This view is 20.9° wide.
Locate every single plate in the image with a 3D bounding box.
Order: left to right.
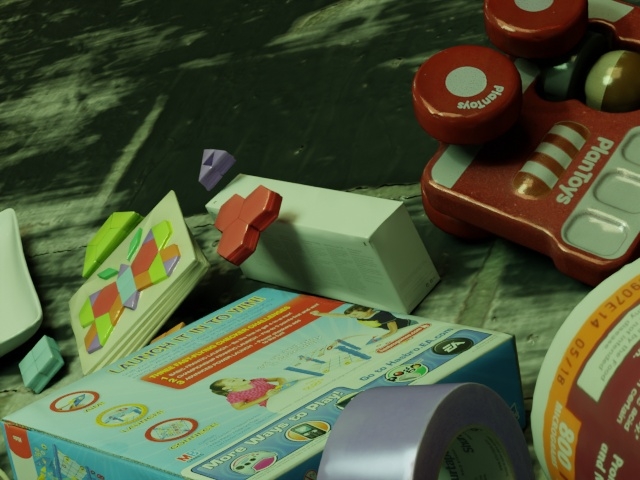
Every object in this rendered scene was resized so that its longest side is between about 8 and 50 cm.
[{"bbox_3d":[-0.439,0.101,1.937,0.277,0.045,0.278,-29,31,-1],"label":"plate"}]

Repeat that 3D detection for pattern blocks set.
[{"bbox_3d":[-0.182,0.048,1.714,0.325,0.026,0.285,-54,31,2],"label":"pattern blocks set"}]

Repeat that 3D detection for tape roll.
[{"bbox_3d":[0.079,0.197,1.241,0.080,0.189,0.189,-7,38,33],"label":"tape roll"}]

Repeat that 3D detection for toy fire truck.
[{"bbox_3d":[0.239,-0.104,1.606,0.254,0.169,0.302,25,57,25],"label":"toy fire truck"}]

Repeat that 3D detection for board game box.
[{"bbox_3d":[-0.046,0.149,1.413,0.308,0.086,0.302,-26,23,-38],"label":"board game box"}]

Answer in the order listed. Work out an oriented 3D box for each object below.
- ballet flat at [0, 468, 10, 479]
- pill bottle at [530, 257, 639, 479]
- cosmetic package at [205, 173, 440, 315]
[{"bbox_3d":[-0.375,0.236,1.667,0.248,0.086,0.086,-10,36,30],"label":"ballet flat"},{"bbox_3d":[0.312,0.172,1.056,0.224,0.224,0.392,-33,31,-7],"label":"pill bottle"},{"bbox_3d":[0.000,0.000,1.677,0.239,0.099,0.060,12,50,47],"label":"cosmetic package"}]
